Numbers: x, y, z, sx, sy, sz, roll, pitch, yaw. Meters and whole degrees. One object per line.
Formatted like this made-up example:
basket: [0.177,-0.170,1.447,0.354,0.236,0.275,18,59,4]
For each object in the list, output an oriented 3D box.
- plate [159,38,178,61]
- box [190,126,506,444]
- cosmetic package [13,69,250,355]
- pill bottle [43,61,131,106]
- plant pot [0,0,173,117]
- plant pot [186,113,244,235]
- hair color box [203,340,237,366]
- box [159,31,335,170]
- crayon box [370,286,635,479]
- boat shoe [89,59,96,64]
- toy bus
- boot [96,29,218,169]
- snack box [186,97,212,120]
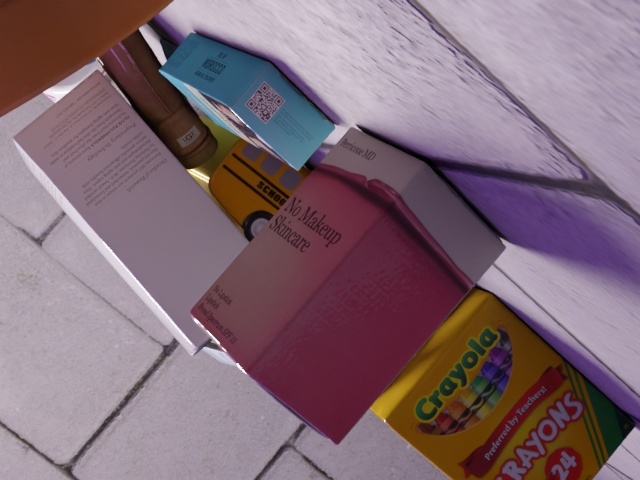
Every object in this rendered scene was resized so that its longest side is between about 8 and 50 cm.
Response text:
plate: [-0.154,-0.206,1.617,0.188,0.024,0.188,39,177,3]
box: [0.021,0.036,1.043,0.127,0.232,0.148,43,176,-31]
cosmetic package: [-0.237,-0.027,1.602,0.365,0.155,0.197,48,168,-1]
pill bottle: [-0.425,-0.298,2.223,0.160,0.160,0.283,39,176,21]
plant pot: [-0.266,-0.211,0.867,0.203,0.291,0.291,59,170,-21]
plant pot: [-0.162,-0.033,1.815,0.254,0.239,0.254,30,174,4]
hair color box: [0.008,0.142,1.889,0.374,0.185,0.113,13,164,23]
box: [-0.083,-0.150,1.234,0.100,0.060,0.244,42,176,-29]
crayon box: [0.204,0.200,1.434,0.318,0.202,0.081,40,176,-15]
boat shoe: [-0.377,-0.360,1.615,0.089,0.109,0.258,47,167,52]
toy bus: [0.000,0.000,1.612,0.333,0.130,0.108,37,175,9]
boot: [-0.258,-0.239,1.595,0.236,0.089,0.269,30,159,53]
snack box: [-0.199,-0.210,1.909,0.100,0.037,0.141,41,176,5]
